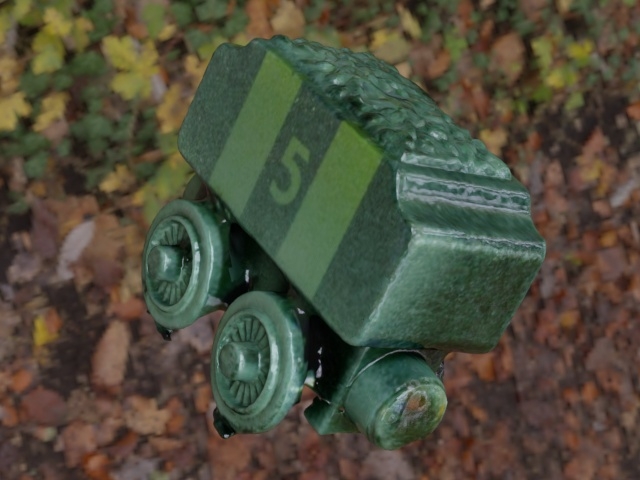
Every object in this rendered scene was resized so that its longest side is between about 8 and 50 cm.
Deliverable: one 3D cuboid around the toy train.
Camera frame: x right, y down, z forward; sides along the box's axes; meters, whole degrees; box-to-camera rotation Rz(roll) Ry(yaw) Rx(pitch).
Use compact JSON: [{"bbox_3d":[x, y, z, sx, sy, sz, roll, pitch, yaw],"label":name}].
[{"bbox_3d":[0.000,0.000,0.962,0.167,0.238,0.299,6,28,-41],"label":"toy train"}]
